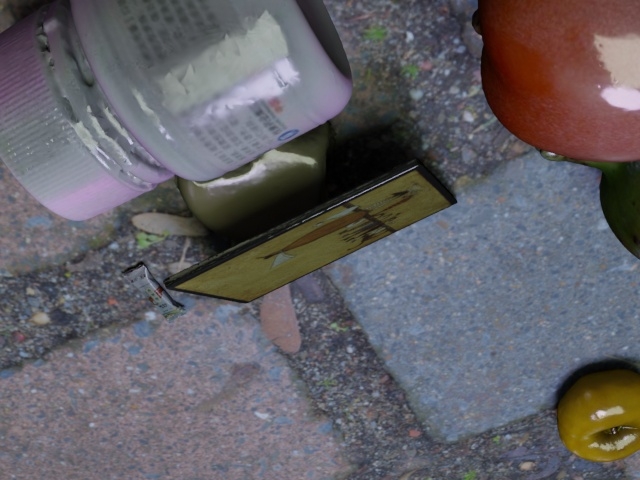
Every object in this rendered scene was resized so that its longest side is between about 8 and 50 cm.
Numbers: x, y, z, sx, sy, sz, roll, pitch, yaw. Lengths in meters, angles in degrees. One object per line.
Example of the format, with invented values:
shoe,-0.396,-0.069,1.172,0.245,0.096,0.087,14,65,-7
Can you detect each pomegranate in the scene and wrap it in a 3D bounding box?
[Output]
pomegranate,0.423,-0.081,1.140,0.306,0.242,0.242,19,134,23

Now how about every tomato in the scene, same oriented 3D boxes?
tomato,0.312,-0.228,0.915,0.322,0.321,0.321,-4,130,-5

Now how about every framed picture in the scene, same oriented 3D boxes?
framed picture,0.000,0.000,1.158,0.339,0.014,0.255,-25,165,13

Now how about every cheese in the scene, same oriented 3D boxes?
cheese,-0.080,-0.073,1.130,0.203,0.091,0.175,2,127,-10

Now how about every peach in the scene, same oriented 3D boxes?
peach,0.477,0.289,1.507,0.179,0.103,0.179,-6,130,-7

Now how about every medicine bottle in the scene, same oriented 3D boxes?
medicine bottle,-0.156,-0.179,0.923,0.325,0.256,0.256,-27,128,12

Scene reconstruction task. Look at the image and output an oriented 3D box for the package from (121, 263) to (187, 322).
package,-0.231,0.075,1.279,0.037,0.015,0.110,-24,128,18
